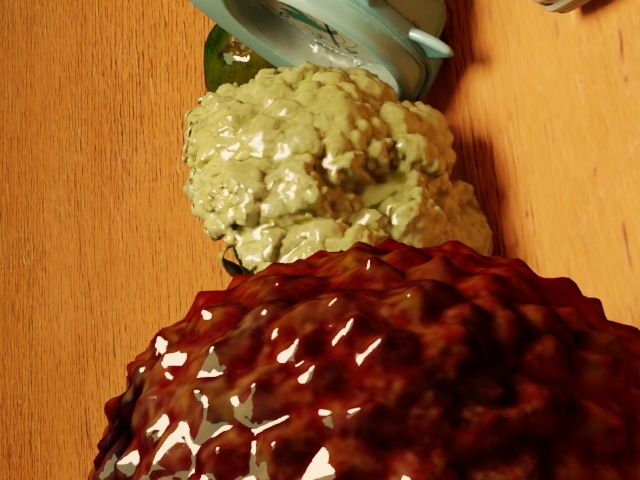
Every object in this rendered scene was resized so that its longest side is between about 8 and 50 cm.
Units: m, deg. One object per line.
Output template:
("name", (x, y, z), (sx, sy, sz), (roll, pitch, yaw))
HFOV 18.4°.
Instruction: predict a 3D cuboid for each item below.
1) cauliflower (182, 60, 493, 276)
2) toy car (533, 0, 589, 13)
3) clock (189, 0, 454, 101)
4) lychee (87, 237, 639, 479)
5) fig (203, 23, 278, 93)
("cauliflower", (0.017, -0.011, 1.672), (0.327, 0.260, 0.281), (-77, -18, -51))
("toy car", (0.188, -0.293, 1.546), (0.090, 0.076, 0.224), (151, 120, -61))
("clock", (0.011, -0.208, 1.745), (0.274, 0.224, 0.094), (10, 70, 56))
("lychee", (0.024, 0.211, 1.373), (0.500, 0.424, 0.424), (-24, 57, 20))
("fig", (-0.072, -0.156, 2.021), (0.177, 0.117, 0.117), (106, 154, -42))
